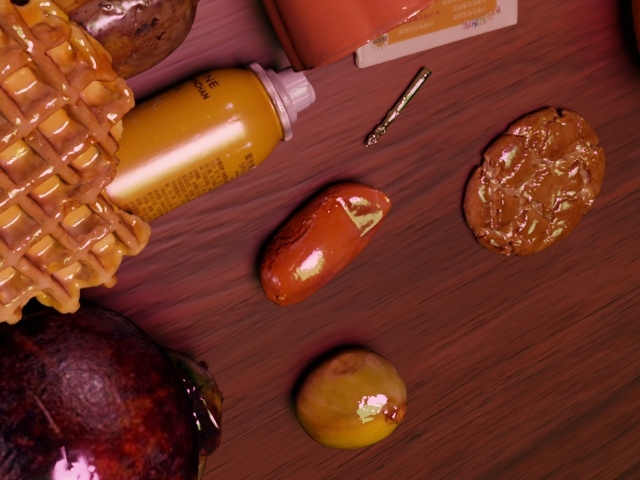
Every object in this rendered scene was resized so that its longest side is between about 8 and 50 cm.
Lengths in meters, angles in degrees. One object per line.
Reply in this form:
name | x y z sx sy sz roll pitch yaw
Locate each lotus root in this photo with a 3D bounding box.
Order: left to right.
lotus root | -0.173 -0.197 0.564 0.210 0.120 0.120 -31 126 -7

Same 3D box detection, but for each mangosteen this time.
mangosteen | -0.255 0.204 0.644 0.330 0.330 0.330 -12 121 -21

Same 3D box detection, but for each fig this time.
fig | 0.041 0.210 0.900 0.136 0.120 0.153 18 130 -39

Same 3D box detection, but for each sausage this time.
sausage | 0.000 0.000 0.787 0.179 0.089 0.089 -42 127 -5

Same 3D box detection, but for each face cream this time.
face cream | -0.164 -0.074 0.641 0.349 0.105 0.105 -28 126 -10

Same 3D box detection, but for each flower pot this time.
flower pot | 0.017 -0.264 0.583 0.191 0.190 0.173 -34 111 -7

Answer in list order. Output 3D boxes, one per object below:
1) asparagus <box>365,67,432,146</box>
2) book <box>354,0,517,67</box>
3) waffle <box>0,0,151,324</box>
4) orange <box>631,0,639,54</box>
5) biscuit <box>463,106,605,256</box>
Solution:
asparagus | 0.089 -0.152 0.784 0.114 0.014 0.015 -52 148 6
book | 0.113 -0.343 0.688 0.208 0.020 0.295 -20 124 -16
waffle | -0.224 -0.053 0.500 0.249 0.056 0.253 12 107 -48
orange | 0.524 -0.284 0.768 0.341 0.293 0.340 -9 106 -34
biscuit | 0.295 -0.073 0.918 0.226 0.042 0.225 -12 121 -20
